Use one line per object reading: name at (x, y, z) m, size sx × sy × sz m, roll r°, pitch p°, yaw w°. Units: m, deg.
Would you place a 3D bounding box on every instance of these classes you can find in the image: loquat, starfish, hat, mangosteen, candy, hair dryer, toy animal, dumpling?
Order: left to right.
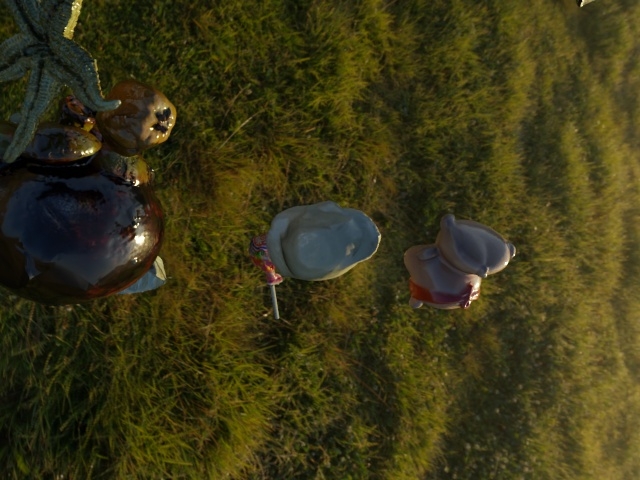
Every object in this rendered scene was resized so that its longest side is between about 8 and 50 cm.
hair dryer at (-0.756, -0.275, 1.110) m, size 0.124 × 0.063 × 0.038 m, roll -31°, pitch 134°, yaw -48°
starfish at (-0.439, -0.303, 0.702) m, size 0.078 × 0.358 × 0.347 m, roll -32°, pitch 118°, yaw -58°
mangosteen at (-0.542, -0.060, 0.976) m, size 0.381 × 0.381 × 0.421 m, roll -36°, pitch 136°, yaw -32°
hat at (-0.626, 0.025, 1.474) m, size 0.258 × 0.168 × 0.301 m, roll -7°, pitch 91°, yaw 3°
loquat at (-0.310, -0.206, 0.788) m, size 0.137 × 0.137 × 0.113 m, roll -63°, pitch 144°, yaw -21°
candy at (-0.166, 0.134, 1.565) m, size 0.124 × 0.124 × 0.365 m, roll -33°, pitch 134°, yaw -33°
dumpling at (0.000, 0.000, 0.966) m, size 0.132 × 0.250 × 0.162 m, roll -28°, pitch 105°, yaw -72°
toy animal at (0.261, 0.052, 0.913) m, size 0.171 × 0.197 × 0.171 m, roll 17°, pitch 41°, yaw -15°

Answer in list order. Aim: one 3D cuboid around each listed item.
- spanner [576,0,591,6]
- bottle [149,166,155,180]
spanner at (0.431, -0.435, 0.602) m, size 0.093 × 0.325 × 0.026 m, roll -21°, pitch 74°, yaw -11°
bottle at (-0.673, -0.252, 1.538) m, size 0.244 × 0.072 × 0.082 m, roll 25°, pitch 57°, yaw 1°
